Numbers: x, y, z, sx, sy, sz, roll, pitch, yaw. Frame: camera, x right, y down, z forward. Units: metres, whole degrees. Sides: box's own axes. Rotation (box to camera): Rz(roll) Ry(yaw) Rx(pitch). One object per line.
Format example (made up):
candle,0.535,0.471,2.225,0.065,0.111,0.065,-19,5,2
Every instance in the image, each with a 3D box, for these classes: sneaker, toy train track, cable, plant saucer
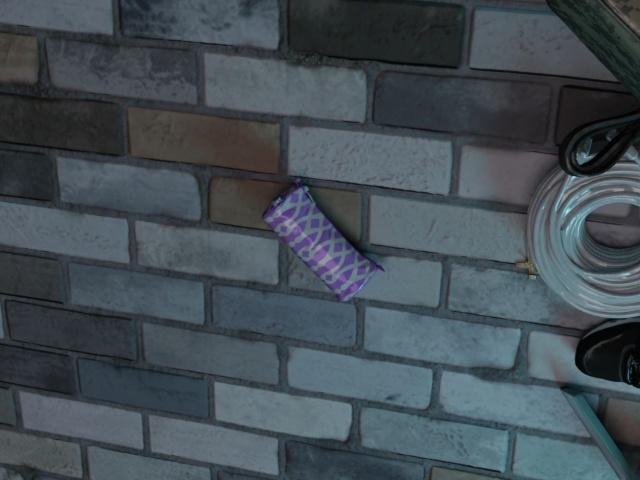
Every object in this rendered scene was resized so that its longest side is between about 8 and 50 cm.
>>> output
sneaker,0.519,0.185,1.483,0.283,0.124,0.107,-1,115,17
toy train track,0.318,0.023,1.525,0.048,0.014,0.083,-2,114,17
cable,0.444,-0.157,1.301,0.287,0.072,0.139,-11,108,-21
plant saucer,0.446,0.314,1.593,0.018,0.067,0.192,-35,93,-3
cable,0.422,-0.018,1.433,0.257,0.089,0.257,34,121,-3

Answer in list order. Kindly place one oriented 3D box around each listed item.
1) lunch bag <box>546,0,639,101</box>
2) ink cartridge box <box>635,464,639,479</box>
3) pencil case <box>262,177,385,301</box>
lunch bag,0.455,-0.291,1.183,0.256,0.212,0.305,-44,86,6
ink cartridge box,0.547,0.404,1.573,0.092,0.143,0.090,21,119,5
pencil case,0.000,0.000,1.571,0.088,0.086,0.206,-42,101,1
